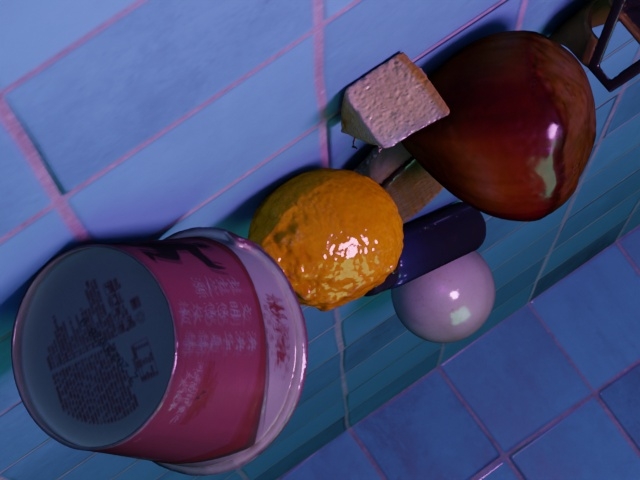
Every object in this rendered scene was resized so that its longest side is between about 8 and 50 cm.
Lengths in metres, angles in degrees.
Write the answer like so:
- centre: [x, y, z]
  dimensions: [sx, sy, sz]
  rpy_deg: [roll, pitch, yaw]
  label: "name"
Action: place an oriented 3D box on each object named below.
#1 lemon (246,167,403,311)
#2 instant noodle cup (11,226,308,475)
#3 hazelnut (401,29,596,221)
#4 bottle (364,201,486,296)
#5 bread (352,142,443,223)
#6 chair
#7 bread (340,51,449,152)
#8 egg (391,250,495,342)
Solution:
- centre: [0.000, 0.000, 1.742]
  dimensions: [0.187, 0.142, 0.142]
  rpy_deg: [-16, 158, -34]
  label: "lemon"
- centre: [-0.154, 0.098, 1.540]
  dimensions: [0.235, 0.235, 0.178]
  rpy_deg: [-41, 157, 21]
  label: "instant noodle cup"
- centre: [0.173, -0.117, 1.730]
  dimensions: [0.208, 0.208, 0.208]
  rpy_deg: [-34, 168, -8]
  label: "hazelnut"
- centre: [0.128, 0.012, 2.288]
  dimensions: [0.082, 0.072, 0.244]
  rpy_deg: [-18, -176, 45]
  label: "bottle"
- centre: [0.059, -0.045, 1.927]
  dimensions: [0.207, 0.056, 0.286]
  rpy_deg: [-38, 168, -4]
  label: "bread"
- centre: [0.368, -0.245, 1.806]
  dimensions: [0.158, 0.172, 0.247]
  rpy_deg: [-26, 157, -43]
  label: "chair"
- centre: [0.065, -0.113, 1.633]
  dimensions: [0.084, 0.080, 0.109]
  rpy_deg: [-31, 165, -12]
  label: "bread"
- centre: [0.179, 0.073, 2.488]
  dimensions: [0.151, 0.151, 0.209]
  rpy_deg: [-37, 176, 7]
  label: "egg"
